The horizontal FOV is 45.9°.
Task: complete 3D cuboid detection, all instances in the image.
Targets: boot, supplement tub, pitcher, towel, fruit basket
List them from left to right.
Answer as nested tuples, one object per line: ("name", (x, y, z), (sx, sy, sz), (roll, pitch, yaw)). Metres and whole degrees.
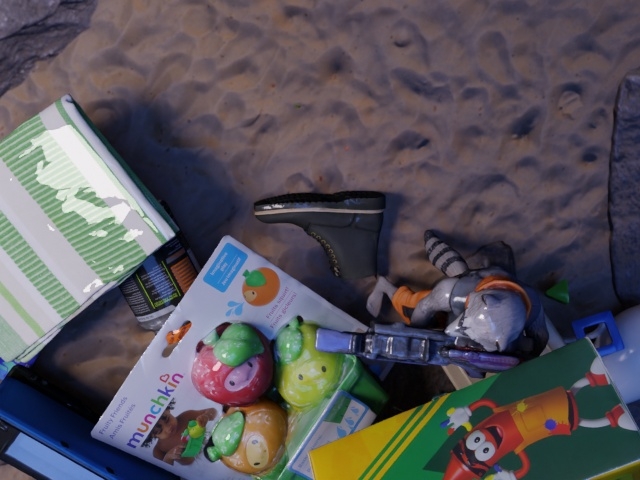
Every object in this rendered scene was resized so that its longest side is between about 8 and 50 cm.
("towel", (-0.378, -0.007, 1.014), (0.325, 0.038, 0.248), (-37, 96, 16))
("supplement tub", (-0.234, 0.047, 1.088), (0.117, 0.117, 0.190), (-25, 102, -2))
("fruit basket", (-0.084, 0.215, 1.075), (0.353, 0.165, 0.327), (36, 87, -34))
("boot", (0.000, 0.000, 1.133), (0.198, 0.077, 0.137), (-1, 106, -5))
("pitcher", (0.462, 0.184, 1.203), (0.178, 0.125, 0.207), (40, 105, 2))

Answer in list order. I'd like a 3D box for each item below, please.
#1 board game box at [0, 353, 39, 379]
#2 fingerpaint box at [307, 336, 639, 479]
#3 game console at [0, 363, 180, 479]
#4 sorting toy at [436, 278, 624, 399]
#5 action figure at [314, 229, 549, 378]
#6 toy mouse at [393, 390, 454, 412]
("board game box", (-0.491, 0.094, 1.101), (0.210, 0.047, 0.160), (31, 96, -10))
("fingerpaint box", (0.245, 0.344, 1.026), (0.371, 0.163, 0.445), (-26, 143, 11))
("game console", (-0.353, 0.323, 1.059), (0.293, 0.173, 0.250), (36, 116, -13))
("sorting toy", (0.294, 0.196, 1.188), (0.348, 0.047, 0.196), (-33, 74, 4))
("action figure", (0.159, 0.081, 1.020), (0.341, 0.330, 0.178), (7, 93, -12))
("toy mouse", (0.213, 0.296, 1.230), (0.143, 0.031, 0.161), (-29, 103, -1))
